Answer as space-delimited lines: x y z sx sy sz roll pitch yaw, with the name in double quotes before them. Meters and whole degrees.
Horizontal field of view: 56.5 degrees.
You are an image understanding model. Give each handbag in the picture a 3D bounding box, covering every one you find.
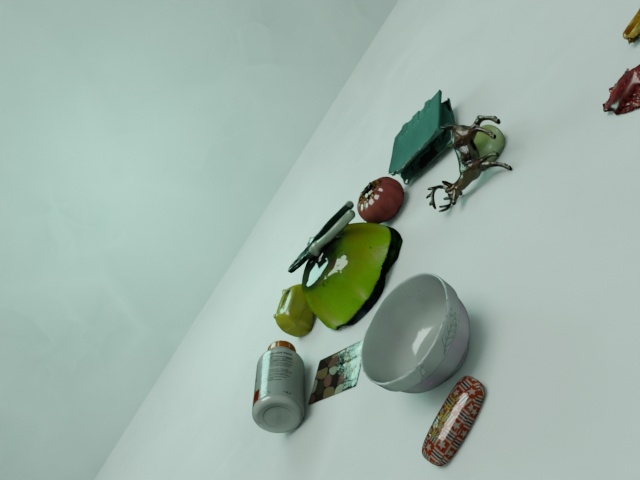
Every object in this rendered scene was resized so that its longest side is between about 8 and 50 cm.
"handbag" 0.360 -0.351 2.070 0.269 0.100 0.274 -46 21 36

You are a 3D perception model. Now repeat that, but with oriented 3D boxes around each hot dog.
"hot dog" 0.784 -0.531 1.456 0.133 0.041 0.056 -51 19 -9

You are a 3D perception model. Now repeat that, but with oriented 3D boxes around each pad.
"pad" 0.048 0.392 1.770 0.235 0.003 0.158 -35 29 44

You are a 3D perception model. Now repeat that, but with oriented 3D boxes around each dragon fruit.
"dragon fruit" 0.689 -0.344 1.341 0.131 0.063 0.097 -17 43 60

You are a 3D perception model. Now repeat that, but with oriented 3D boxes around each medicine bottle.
"medicine bottle" -0.127 0.444 1.867 0.157 0.157 0.289 -47 22 23

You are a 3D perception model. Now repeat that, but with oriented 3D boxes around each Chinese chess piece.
"Chinese chess piece" 0.471 -0.270 1.740 0.144 0.058 0.144 -46 21 23

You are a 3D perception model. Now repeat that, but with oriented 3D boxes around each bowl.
"bowl" 0.237 0.231 1.378 0.287 0.143 0.287 -47 21 24

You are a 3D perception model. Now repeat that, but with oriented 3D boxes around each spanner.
"spanner" 0.000 0.000 1.940 0.325 0.040 0.096 -45 22 24

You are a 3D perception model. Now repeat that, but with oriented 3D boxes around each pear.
"pear" 0.071 0.083 1.954 0.399 0.165 0.399 -46 22 25

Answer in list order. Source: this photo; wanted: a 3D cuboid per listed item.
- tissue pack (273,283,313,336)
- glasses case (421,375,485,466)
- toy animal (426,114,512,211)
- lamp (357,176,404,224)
"tissue pack" -0.086 0.244 2.126 0.123 0.127 0.178 -31 32 45
"glasses case" 0.271 0.369 1.224 0.195 0.049 0.073 -59 20 -7
"toy animal" 0.408 -0.215 1.681 0.259 0.087 0.244 -14 78 51
"lamp" 0.199 -0.143 2.047 0.182 0.140 0.182 -45 18 19
